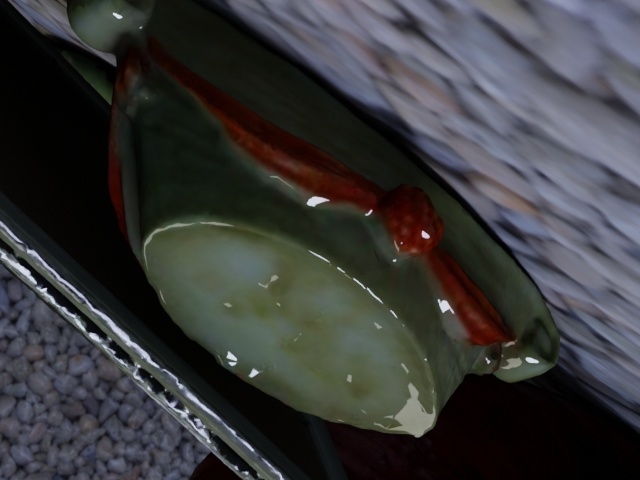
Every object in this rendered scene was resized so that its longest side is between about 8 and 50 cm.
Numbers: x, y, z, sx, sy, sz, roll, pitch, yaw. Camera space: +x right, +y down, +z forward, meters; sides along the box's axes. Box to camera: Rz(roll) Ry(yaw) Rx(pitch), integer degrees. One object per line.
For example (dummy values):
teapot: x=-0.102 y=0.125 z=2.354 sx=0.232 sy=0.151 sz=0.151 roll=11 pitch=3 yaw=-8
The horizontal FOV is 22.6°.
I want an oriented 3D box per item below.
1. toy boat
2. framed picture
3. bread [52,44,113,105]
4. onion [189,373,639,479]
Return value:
toy boat: x=-0.001 y=0.000 z=0.446 sx=0.185 sy=0.071 sz=0.089 roll=39 pitch=131 yaw=-23
framed picture: x=-0.089 y=-0.029 z=0.501 sx=0.274 sy=0.017 sz=0.217 roll=46 pitch=-171 yaw=-28
bread: x=-0.048 y=-0.013 z=0.748 sx=0.228 sy=0.033 sz=0.228 roll=35 pitch=174 yaw=4
onion: x=0.034 y=0.187 z=0.627 sx=0.273 sy=0.273 sz=0.285 roll=37 pitch=140 yaw=-13
